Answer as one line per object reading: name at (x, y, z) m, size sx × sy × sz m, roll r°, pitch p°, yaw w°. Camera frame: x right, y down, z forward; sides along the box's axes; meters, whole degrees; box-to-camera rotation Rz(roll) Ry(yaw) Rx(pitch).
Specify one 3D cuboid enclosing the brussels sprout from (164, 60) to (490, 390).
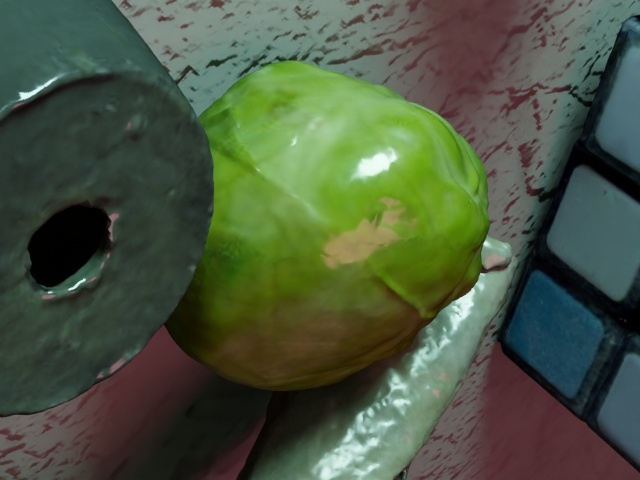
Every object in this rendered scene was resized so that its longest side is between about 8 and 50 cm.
brussels sprout at (0.000, 0.000, 0.767) m, size 0.223 × 0.161 × 0.223 m, roll -18°, pitch 129°, yaw -25°

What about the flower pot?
flower pot at (-0.154, -0.029, 0.558) m, size 0.269 × 0.166 × 0.269 m, roll -36°, pitch 144°, yaw -32°

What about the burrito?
burrito at (0.004, 0.150, 0.886) m, size 0.107 × 0.175 × 0.348 m, roll 36°, pitch 72°, yaw -23°

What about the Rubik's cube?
Rubik's cube at (0.416, 0.018, 1.046) m, size 0.362 × 0.363 × 0.359 m, roll -17°, pitch 137°, yaw -41°
